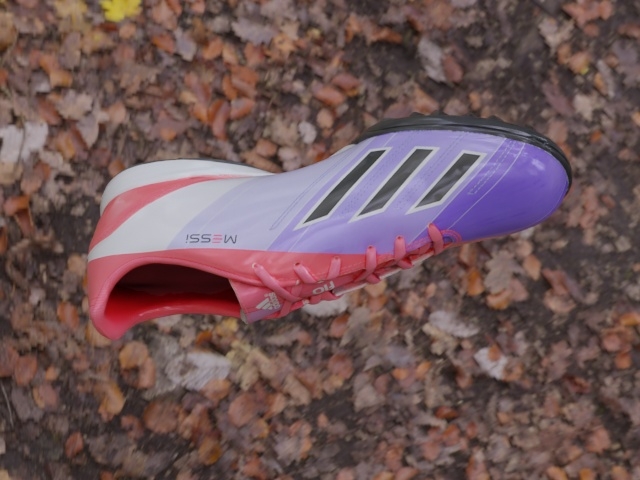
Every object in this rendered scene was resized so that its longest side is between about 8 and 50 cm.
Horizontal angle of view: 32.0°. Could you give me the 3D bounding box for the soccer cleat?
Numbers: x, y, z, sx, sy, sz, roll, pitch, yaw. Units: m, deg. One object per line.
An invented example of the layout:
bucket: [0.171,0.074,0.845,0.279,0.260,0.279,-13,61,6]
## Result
soccer cleat: [0.000,0.000,0.708,0.318,0.108,0.116,-6,49,16]
